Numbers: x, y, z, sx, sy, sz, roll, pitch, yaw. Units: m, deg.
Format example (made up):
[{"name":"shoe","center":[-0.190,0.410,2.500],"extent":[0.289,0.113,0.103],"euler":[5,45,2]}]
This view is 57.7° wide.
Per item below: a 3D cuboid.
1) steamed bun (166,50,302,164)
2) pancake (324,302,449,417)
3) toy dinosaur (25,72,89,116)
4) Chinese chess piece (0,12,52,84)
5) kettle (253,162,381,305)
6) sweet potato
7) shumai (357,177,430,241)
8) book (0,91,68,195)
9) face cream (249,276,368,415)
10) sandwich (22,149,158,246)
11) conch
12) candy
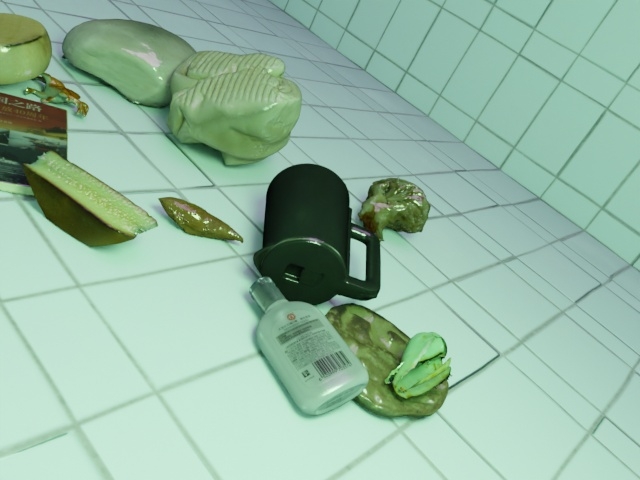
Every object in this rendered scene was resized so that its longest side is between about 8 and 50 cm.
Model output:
[{"name":"steamed bun","center":[-0.226,-0.348,1.605],"extent":[0.367,0.255,0.342],"euler":[2,46,9]},{"name":"pancake","center":[0.121,0.239,1.167],"extent":[0.294,0.049,0.294],"euler":[25,30,-15]},{"name":"toy dinosaur","center":[-0.663,-0.387,1.469],"extent":[0.142,0.057,0.212],"euler":[12,32,-32]},{"name":"Chinese chess piece","center":[-0.772,-0.458,1.375],"extent":[0.250,0.097,0.251],"euler":[6,38,-5]},{"name":"kettle","center":[-0.013,0.006,1.304],"extent":[0.262,0.203,0.308],"euler":[46,23,-26]},{"name":"sweet potato","center":[-0.262,-0.039,1.270],"extent":[0.205,0.060,0.068],"euler":[22,66,-16]},{"name":"shumai","center":[0.196,-0.084,1.668],"extent":[0.206,0.166,0.175],"euler":[17,28,34]},{"name":"book","center":[-0.670,-0.218,1.217],"extent":[0.262,0.028,0.374],"euler":[9,34,-30]},{"name":"face cream","center":[-0.043,0.180,1.068],"extent":[0.144,0.071,0.291],"euler":[-21,51,-28]},{"name":"sandwich","center":[-0.441,-0.062,1.099],"extent":[0.258,0.096,0.094],"euler":[34,35,6]},{"name":"conch","center":[0.196,0.247,1.114],"extent":[0.105,0.079,0.170],"euler":[35,46,15]},{"name":"candy","center":[-0.530,-0.559,1.756],"extent":[0.386,0.186,0.427],"euler":[27,24,4]}]
